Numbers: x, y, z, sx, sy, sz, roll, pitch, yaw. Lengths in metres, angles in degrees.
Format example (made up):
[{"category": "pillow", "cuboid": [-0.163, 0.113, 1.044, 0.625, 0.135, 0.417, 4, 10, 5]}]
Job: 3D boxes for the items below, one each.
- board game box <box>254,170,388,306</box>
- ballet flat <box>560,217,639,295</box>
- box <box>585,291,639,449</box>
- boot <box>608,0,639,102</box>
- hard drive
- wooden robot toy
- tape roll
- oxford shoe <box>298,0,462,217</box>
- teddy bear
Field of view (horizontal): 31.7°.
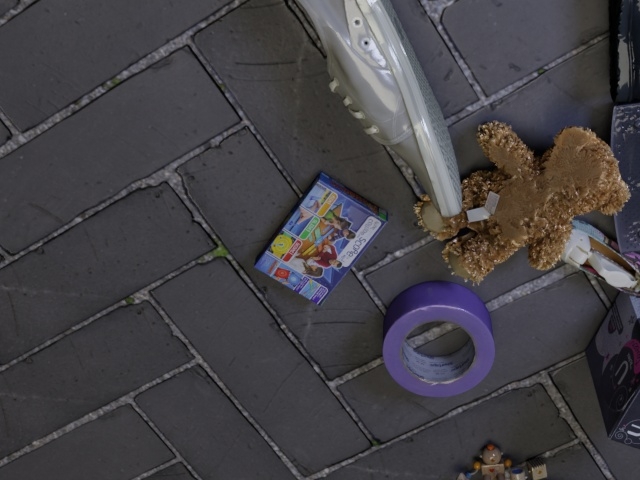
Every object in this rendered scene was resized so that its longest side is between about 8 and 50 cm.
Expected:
[{"category": "board game box", "cuboid": [0.000, 0.000, 1.861, 0.136, 0.035, 0.201, 32, 117, -13]}, {"category": "ballet flat", "cuboid": [0.440, 0.026, 1.820, 0.221, 0.079, 0.077, 26, 118, -10]}, {"category": "box", "cuboid": [0.537, 0.207, 1.818, 0.142, 0.247, 0.163, 18, 119, -7]}, {"category": "boot", "cuboid": [0.522, -0.316, 1.611, 0.207, 0.094, 0.246, -4, 112, 4]}, {"category": "hard drive", "cuboid": [0.535, -0.108, 1.753, 0.172, 0.054, 0.254, -7, 118, 7]}, {"category": "wooden robot toy", "cuboid": [0.322, 0.411, 2.052, 0.173, 0.076, 0.079, -7, 108, 7]}, {"category": "tape roll", "cuboid": [0.199, 0.168, 1.917, 0.189, 0.080, 0.189, 2, 118, 3]}, {"category": "oxford shoe", "cuboid": [0.087, -0.228, 1.657, 0.130, 0.169, 0.449, -25, 108, 13]}, {"category": "teddy bear", "cuboid": [0.310, -0.063, 1.762, 0.245, 0.113, 0.338, 46, 118, 9]}]
